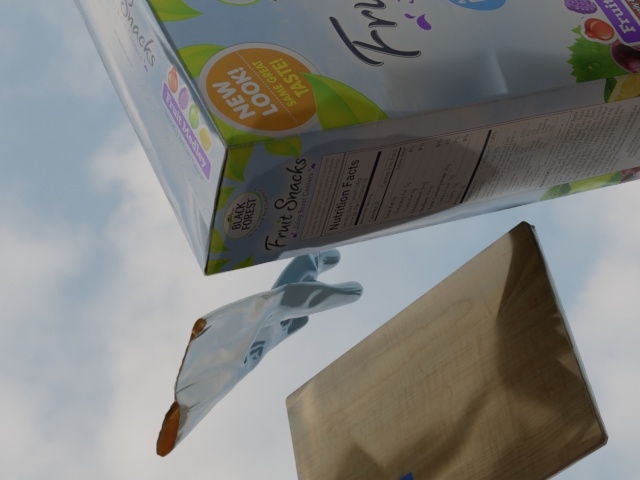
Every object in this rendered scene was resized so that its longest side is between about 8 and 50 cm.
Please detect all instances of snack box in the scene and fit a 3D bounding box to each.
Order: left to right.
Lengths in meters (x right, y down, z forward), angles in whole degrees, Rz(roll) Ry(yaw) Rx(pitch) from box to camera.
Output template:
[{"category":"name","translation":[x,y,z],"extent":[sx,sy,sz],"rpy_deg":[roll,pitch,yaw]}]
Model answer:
[{"category":"snack box","translation":[0.023,-0.089,0.494],"extent":[0.207,0.174,0.070],"rpy_deg":[-14,-36,-23]}]

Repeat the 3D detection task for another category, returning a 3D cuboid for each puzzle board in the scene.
[{"category":"puzzle board","translation":[0.039,0.064,0.461],"extent":[0.011,0.096,0.128],"rpy_deg":[29,-56,-35]}]

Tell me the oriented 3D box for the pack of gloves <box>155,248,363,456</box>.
[{"category":"pack of gloves","translation":[0.000,0.000,0.715],"extent":[0.046,0.232,0.195],"rpy_deg":[24,-68,11]}]
